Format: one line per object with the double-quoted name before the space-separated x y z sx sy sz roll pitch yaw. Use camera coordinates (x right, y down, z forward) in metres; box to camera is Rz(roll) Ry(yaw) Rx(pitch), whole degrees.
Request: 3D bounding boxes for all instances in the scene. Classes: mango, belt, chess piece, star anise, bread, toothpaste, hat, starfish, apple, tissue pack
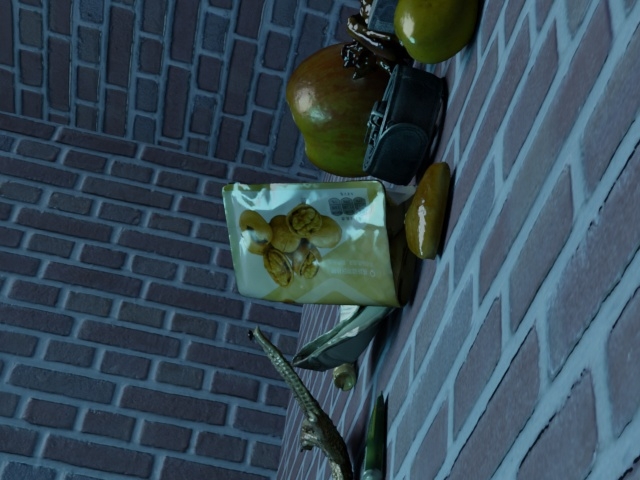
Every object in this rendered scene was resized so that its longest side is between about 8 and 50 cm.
"mango" 0.191 -0.371 1.644 0.195 0.137 0.098 -63 -34 -14
"belt" 0.141 -0.204 1.827 0.267 0.116 0.206 -102 30 -86
"chess piece" 0.048 0.261 2.164 0.122 0.066 0.066 -98 19 -61
"star anise" 0.125 -0.397 1.955 0.237 0.148 0.346 -27 21 19
"bread" 0.156 -0.022 1.547 0.154 0.054 0.136 103 174 -46
"toothpaste" 0.086 0.320 1.636 0.204 0.031 0.049 -79 3 -56
"hat" 0.074 0.103 1.876 0.301 0.168 0.258 -21 59 55
"starfish" -0.024 0.363 1.857 0.398 0.132 0.384 -104 -7 -56
"apple" 0.056 -0.278 2.175 0.301 0.301 0.301 -168 90 -86
"tissue pack" 0.166 -0.388 1.759 0.112 0.156 0.051 112 166 -67

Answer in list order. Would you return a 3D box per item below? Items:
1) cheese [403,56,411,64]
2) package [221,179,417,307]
"cheese" 0.187 -0.483 2.340 0.189 0.074 0.286 -83 10 -46
"package" 0.016 -0.014 1.760 0.165 0.311 0.221 -31 -64 -55
